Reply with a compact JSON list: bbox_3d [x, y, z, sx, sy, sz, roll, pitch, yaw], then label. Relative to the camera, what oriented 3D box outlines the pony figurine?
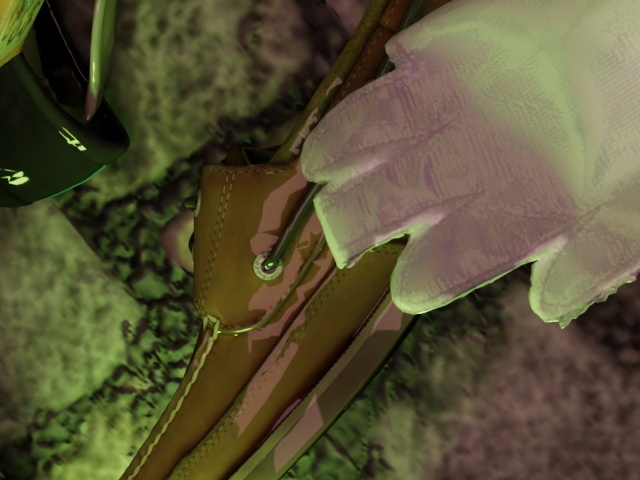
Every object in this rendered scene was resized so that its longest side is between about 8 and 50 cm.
[{"bbox_3d":[0.194,0.012,0.476,0.351,0.302,0.363,-37,136,23],"label":"pony figurine"}]

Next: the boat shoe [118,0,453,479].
[{"bbox_3d":[0.000,0.000,0.665,0.104,0.111,0.307,40,104,2],"label":"boat shoe"}]

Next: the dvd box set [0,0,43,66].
[{"bbox_3d":[-0.142,-0.291,0.487,0.308,0.062,0.420,31,118,-2],"label":"dvd box set"}]

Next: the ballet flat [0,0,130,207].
[{"bbox_3d":[-0.131,-0.147,0.665,0.096,0.095,0.280,-5,117,9],"label":"ballet flat"}]
